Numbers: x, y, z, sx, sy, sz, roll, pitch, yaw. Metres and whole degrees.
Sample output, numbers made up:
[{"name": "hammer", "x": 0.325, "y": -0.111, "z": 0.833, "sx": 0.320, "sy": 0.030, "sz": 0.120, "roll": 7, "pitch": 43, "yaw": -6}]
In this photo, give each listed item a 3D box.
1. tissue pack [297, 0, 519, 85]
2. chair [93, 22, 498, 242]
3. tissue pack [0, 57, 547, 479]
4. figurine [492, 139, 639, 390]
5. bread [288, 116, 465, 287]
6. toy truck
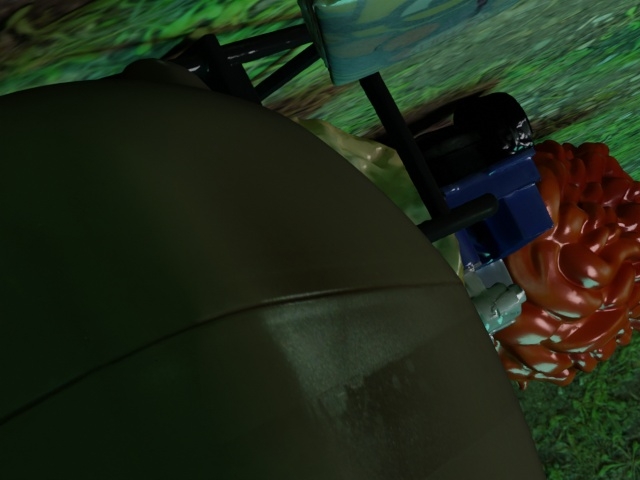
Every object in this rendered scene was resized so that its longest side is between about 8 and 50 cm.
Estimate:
[{"name": "tissue pack", "x": 0.040, "y": -0.119, "z": 0.692, "sx": 0.108, "sy": 0.060, "sz": 0.148, "roll": -24, "pitch": 172, "yaw": -1}, {"name": "chair", "x": -0.059, "y": -0.015, "z": 0.827, "sx": 0.260, "sy": 0.141, "sz": 0.154, "roll": -22, "pitch": 173, "yaw": -47}, {"name": "tissue pack", "x": -0.130, "y": 0.111, "z": 0.623, "sx": 0.387, "sy": 0.277, "sz": 0.267, "roll": -33, "pitch": 169, "yaw": 24}, {"name": "figurine", "x": 0.180, "y": 0.018, "z": 1.716, "sx": 0.306, "sy": 0.241, "sz": 0.412, "roll": 3, "pitch": -179, "yaw": -21}, {"name": "bread", "x": -0.030, "y": 0.023, "z": 1.008, "sx": 0.211, "sy": 0.184, "sz": 0.224, "roll": -32, "pitch": 173, "yaw": 36}, {"name": "toy truck", "x": 0.095, "y": 0.000, "z": 1.305, "sx": 0.161, "sy": 0.177, "sz": 0.213, "roll": -24, "pitch": 173, "yaw": -16}]
